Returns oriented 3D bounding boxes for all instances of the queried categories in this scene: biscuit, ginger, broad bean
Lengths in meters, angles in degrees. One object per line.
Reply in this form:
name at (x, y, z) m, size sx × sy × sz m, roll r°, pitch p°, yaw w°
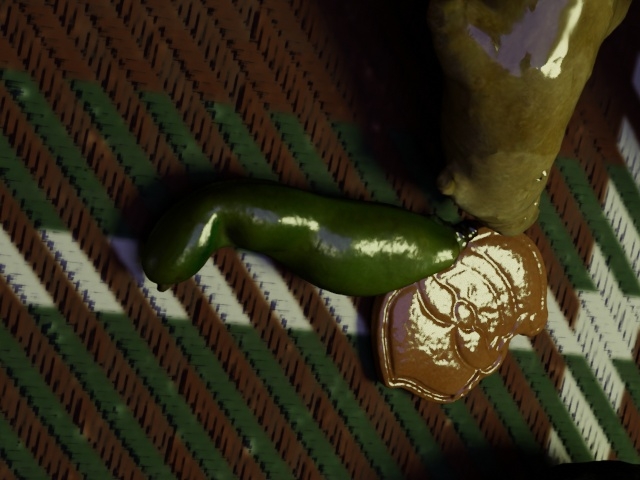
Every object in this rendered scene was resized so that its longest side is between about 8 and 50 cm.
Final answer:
biscuit at (0.086, 0.045, 1.192) m, size 0.130 × 0.019 × 0.102 m, roll -33°, pitch 116°, yaw -18°
ginger at (0.120, -0.211, 1.086) m, size 0.363 × 0.122 × 0.348 m, roll 40°, pitch 73°, yaw -42°
broad bean at (0.000, 0.000, 1.112) m, size 0.213 × 0.048 × 0.070 m, roll 0°, pitch 114°, yaw -25°

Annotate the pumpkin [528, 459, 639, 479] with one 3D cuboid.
pumpkin at (0.175, 0.247, 1.216) m, size 0.220 × 0.162 × 0.221 m, roll -17°, pitch 122°, yaw -30°
